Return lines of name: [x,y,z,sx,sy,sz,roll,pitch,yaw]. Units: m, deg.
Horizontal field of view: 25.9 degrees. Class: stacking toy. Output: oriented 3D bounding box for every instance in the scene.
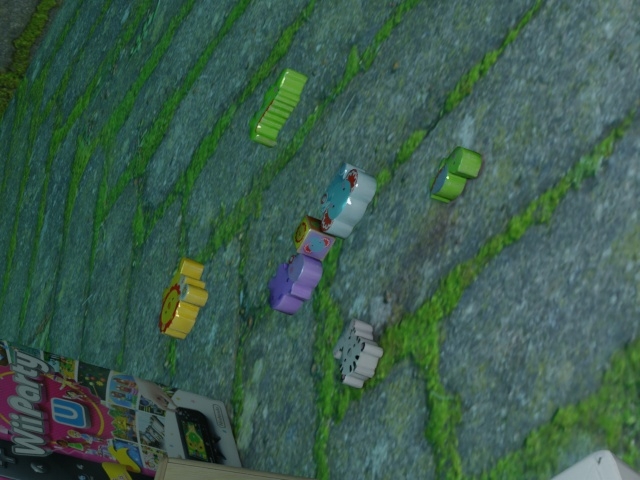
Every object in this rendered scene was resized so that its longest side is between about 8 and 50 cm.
stacking toy: [0.000,0.000,1.020,0.221,0.167,0.052,-60,25,23]

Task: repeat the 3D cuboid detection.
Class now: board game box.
board game box: [-0.217,0.196,1.186,0.097,0.303,0.224,-63,24,20]

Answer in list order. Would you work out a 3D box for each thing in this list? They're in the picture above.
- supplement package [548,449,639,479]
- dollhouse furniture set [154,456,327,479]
supplement package: [0.104,0.238,0.409,0.199,0.263,0.198,-38,35,22]
dollhouse furniture set: [-0.050,0.286,0.969,0.212,0.161,0.242,-85,4,-62]
